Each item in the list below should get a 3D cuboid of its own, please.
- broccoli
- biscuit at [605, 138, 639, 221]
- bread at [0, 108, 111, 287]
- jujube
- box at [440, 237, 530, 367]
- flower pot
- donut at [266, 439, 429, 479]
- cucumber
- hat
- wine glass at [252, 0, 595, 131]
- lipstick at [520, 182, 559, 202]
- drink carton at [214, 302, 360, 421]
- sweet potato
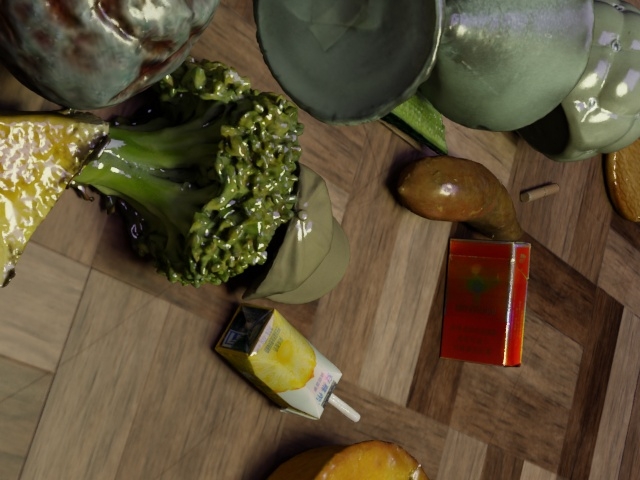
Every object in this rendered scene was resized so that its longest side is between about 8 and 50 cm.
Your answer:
[{"bbox_3d":[-0.118,-0.076,1.028,0.273,0.180,0.243,14,82,-46],"label":"broccoli"},{"bbox_3d":[0.557,-0.108,1.866,0.224,0.033,0.145,38,67,-41],"label":"biscuit"},{"bbox_3d":[-0.263,-0.050,0.903,0.160,0.140,0.169,-22,112,-33],"label":"bread"},{"bbox_3d":[-0.210,-0.265,0.895,0.246,0.215,0.308,-13,92,-69],"label":"jujube"},{"bbox_3d":[0.231,0.086,1.466,0.048,0.112,0.175,7,88,-47],"label":"box"},{"bbox_3d":[0.382,-0.241,1.523,0.195,0.246,0.246,-33,118,-14],"label":"flower pot"},{"bbox_3d":[0.014,0.380,1.247,0.303,0.110,0.303,-5,98,-45],"label":"donut"},{"bbox_3d":[0.099,-0.179,1.361,0.220,0.046,0.071,26,70,-46],"label":"cucumber"},{"bbox_3d":[0.000,0.000,1.203,0.173,0.144,0.166,14,79,-35],"label":"hat"},{"bbox_3d":[0.122,-0.239,1.129,0.406,0.267,0.267,-18,105,-60],"label":"wine glass"},{"bbox_3d":[0.348,-0.076,1.652,0.094,0.019,0.019,-16,103,-46],"label":"lipstick"},{"bbox_3d":[-0.031,0.153,1.211,0.200,0.074,0.084,48,59,-38],"label":"drink carton"},{"bbox_3d":[0.211,-0.058,1.452,0.291,0.097,0.097,15,80,-47],"label":"sweet potato"}]
